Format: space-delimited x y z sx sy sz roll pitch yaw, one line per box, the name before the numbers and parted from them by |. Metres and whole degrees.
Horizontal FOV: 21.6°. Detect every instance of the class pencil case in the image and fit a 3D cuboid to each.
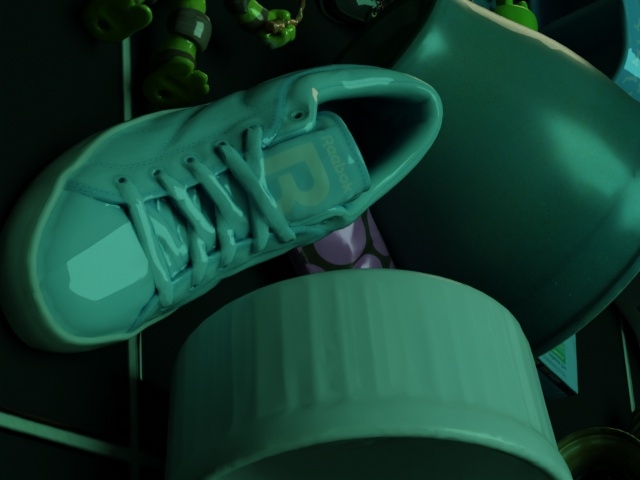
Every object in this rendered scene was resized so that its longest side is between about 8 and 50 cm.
pencil case | 0.000 0.000 1.338 0.098 0.095 0.209 -42 114 -32

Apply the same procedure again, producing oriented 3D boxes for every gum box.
gum box | 0.218 0.052 1.759 0.157 0.041 0.184 40 45 -48

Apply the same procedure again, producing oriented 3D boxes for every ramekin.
ramekin | 0.025 0.136 1.126 0.277 0.277 0.135 41 35 -47

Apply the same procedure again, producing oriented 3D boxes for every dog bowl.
dog bowl | 0.321 -0.254 1.986 0.074 0.166 0.297 28 52 -39

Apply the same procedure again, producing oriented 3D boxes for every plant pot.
plant pot | 0.128 -0.074 1.422 0.255 0.271 0.271 41 38 -17

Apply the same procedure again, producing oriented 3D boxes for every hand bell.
hand bell | 0.313 0.311 1.770 0.242 0.126 0.126 61 28 -49

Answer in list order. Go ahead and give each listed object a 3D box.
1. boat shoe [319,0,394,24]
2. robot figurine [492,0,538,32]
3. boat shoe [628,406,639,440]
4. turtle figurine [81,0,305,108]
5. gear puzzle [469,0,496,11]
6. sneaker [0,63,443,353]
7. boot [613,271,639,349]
boat shoe | 0.051 -0.223 1.567 0.133 0.042 0.049 1 95 -48
robot figurine | 0.205 -0.211 1.837 0.101 0.067 0.115 22 57 -36
boat shoe | 0.393 0.237 1.926 0.324 0.123 0.116 13 59 -66
turtle figurine | -0.104 -0.220 1.252 0.269 0.087 0.217 63 36 -39
gear puzzle | 0.087 -0.310 1.667 0.339 0.044 0.175 41 47 -39
sneaker | -0.054 -0.043 1.124 0.366 0.150 0.135 -36 106 -43
boot | 0.433 0.079 2.081 0.258 0.095 0.123 60 38 -25
